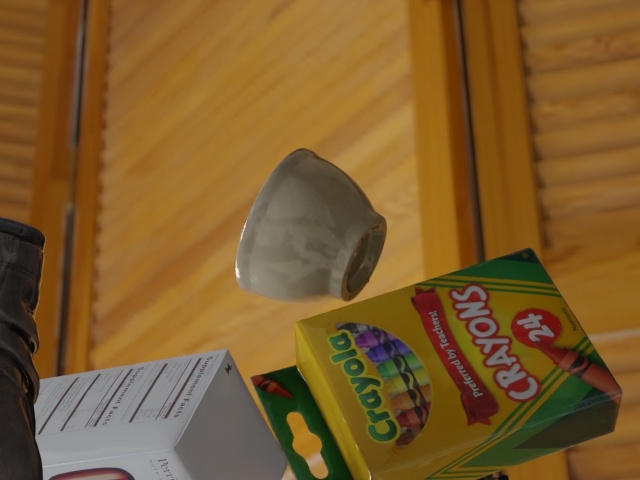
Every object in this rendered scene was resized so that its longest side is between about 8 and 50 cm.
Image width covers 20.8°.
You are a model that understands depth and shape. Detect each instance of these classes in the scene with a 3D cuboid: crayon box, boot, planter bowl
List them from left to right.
[{"bbox_3d":[-0.232,0.137,1.080,0.118,0.222,0.338,13,148,-25],"label":"boot"},{"bbox_3d":[0.000,0.000,1.789,0.109,0.162,0.162,25,151,19],"label":"planter bowl"},{"bbox_3d":[0.110,0.144,1.724,0.319,0.202,0.081,-18,142,-15],"label":"crayon box"}]

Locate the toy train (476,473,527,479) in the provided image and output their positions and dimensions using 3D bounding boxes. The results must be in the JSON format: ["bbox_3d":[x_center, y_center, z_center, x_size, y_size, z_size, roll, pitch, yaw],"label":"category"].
[{"bbox_3d":[0.183,0.262,1.813,0.158,0.027,0.036,18,105,-32],"label":"toy train"}]

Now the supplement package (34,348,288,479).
[{"bbox_3d":[-0.176,0.200,1.511,0.244,0.134,0.139,-12,120,28],"label":"supplement package"}]
